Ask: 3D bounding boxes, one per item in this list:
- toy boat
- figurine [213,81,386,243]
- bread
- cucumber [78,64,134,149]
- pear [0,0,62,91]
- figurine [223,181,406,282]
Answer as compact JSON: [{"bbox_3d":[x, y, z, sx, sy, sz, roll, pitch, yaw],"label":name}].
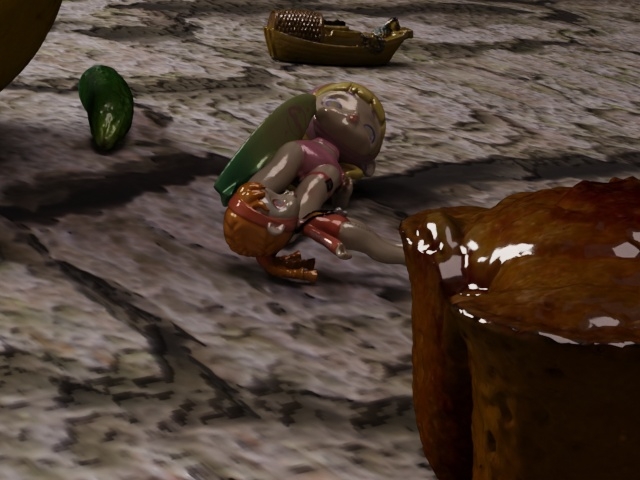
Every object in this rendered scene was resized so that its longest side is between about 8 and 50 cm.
[{"bbox_3d":[0.018,-0.196,1.404,0.149,0.049,0.047,0,18,-19],"label":"toy boat"},{"bbox_3d":[-0.010,-0.048,0.932,0.083,0.083,0.187,10,31,13],"label":"figurine"},{"bbox_3d":[0.154,0.043,0.570,0.247,0.135,0.232,3,18,-9],"label":"bread"},{"bbox_3d":[-0.157,-0.103,1.078,0.039,0.039,0.168,2,20,-13],"label":"cucumber"},{"bbox_3d":[-0.297,-0.194,0.940,0.281,0.280,0.280,6,18,-2],"label":"pear"},{"bbox_3d":[0.000,0.000,0.804,0.109,0.047,0.064,13,10,-9],"label":"figurine"}]
